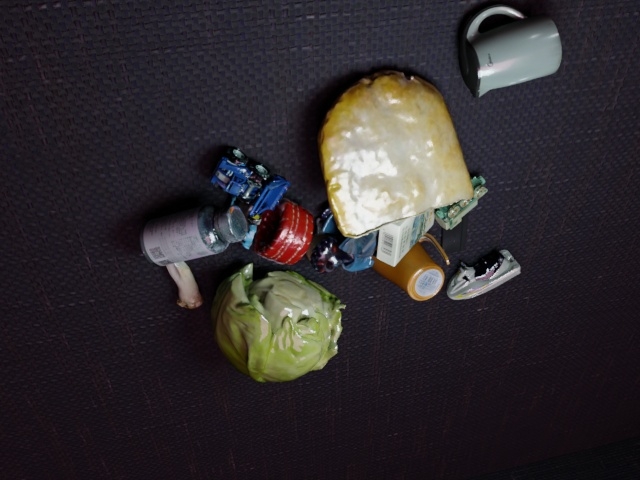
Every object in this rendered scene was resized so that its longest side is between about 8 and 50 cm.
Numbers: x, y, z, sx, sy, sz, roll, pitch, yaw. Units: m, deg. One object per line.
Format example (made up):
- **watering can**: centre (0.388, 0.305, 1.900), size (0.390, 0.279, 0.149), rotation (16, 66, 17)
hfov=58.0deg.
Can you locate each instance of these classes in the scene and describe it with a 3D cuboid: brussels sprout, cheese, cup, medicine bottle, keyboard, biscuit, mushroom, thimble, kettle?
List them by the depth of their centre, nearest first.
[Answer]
- **kettle**: centre (0.487, -0.519, 1.541), size (0.236, 0.161, 0.221), rotation (-17, 104, 0)
- **biscuit**: centre (0.189, -0.242, 1.617), size (0.429, 0.104, 0.446), rotation (-25, 108, -10)
- **medicine bottle**: centre (-0.355, -0.019, 1.630), size (0.293, 0.141, 0.141), rotation (-12, 135, 22)
- **thimble**: centre (-0.109, -0.030, 1.728), size (0.125, 0.190, 0.163), rotation (21, 164, -32)
- **mushroom**: centre (-0.438, 0.131, 1.840), size (0.084, 0.071, 0.209), rotation (6, 131, 20)
- **brussels sprout**: centre (-0.156, 0.290, 1.869), size (0.425, 0.342, 0.361), rotation (20, 114, -17)
- **cheese**: centre (0.007, 0.001, 1.878), size (0.092, 0.047, 0.171), rotation (10, 120, -22)
- **cup**: centre (0.303, 0.068, 1.900), size (0.226, 0.264, 0.182), rotation (-27, 124, -9)
- **keyboard**: centre (0.465, -0.075, 1.978), size (0.101, 0.018, 0.310), rotation (-13, 131, -5)

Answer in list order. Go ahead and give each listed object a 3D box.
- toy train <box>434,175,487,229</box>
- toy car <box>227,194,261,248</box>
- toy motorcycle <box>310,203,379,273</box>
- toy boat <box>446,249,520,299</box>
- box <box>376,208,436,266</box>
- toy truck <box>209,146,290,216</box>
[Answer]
- **toy train**: centre (0.450, -0.125, 1.853), size (0.194, 0.081, 0.125), rotation (-38, 150, -5)
- **toy car**: centre (-0.234, -0.054, 1.690), size (0.098, 0.161, 0.126), rotation (15, 125, -15)
- **toy motorcycle**: centre (0.137, -0.056, 1.810), size (0.232, 0.172, 0.416), rotation (22, 105, -47)
- **toy boat**: centre (0.583, 0.120, 2.104), size (0.269, 0.141, 0.141), rotation (-19, 132, 2)
- **box**: centre (0.275, -0.058, 1.799), size (0.256, 0.069, 0.164), rotation (-42, 147, -37)
- **toy truck**: centre (-0.199, -0.155, 1.610), size (0.208, 0.126, 0.113), rotation (28, 119, -15)
